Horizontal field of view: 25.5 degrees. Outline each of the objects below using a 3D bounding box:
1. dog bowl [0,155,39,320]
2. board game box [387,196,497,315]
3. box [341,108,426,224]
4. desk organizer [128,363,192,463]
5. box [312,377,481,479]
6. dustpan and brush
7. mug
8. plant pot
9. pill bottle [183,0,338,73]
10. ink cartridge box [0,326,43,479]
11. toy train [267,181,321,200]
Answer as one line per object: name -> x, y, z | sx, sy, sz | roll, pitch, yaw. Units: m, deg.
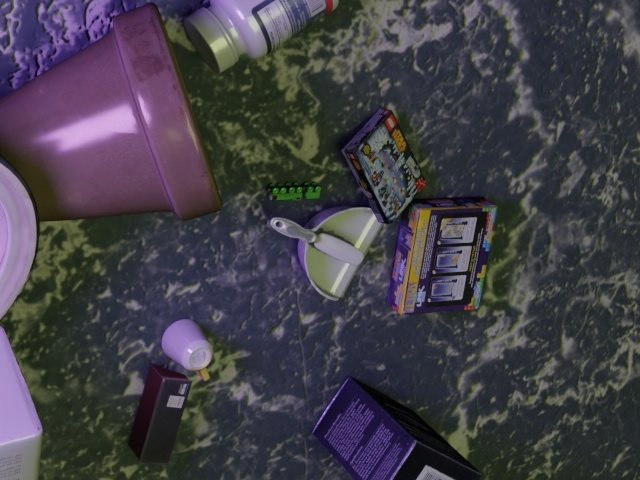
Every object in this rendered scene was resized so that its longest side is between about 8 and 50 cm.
dog bowl -> -0.529, -0.004, 1.562 | 0.407, 0.150, 0.408 | -22, 142, -18
board game box -> 0.181, 0.022, 2.107 | 0.141, 0.048, 0.170 | -2, 112, -27
box -> 0.091, -0.104, 1.995 | 0.094, 0.027, 0.137 | -49, 128, -27
desk organizer -> -0.225, 0.241, 1.970 | 0.047, 0.050, 0.130 | 8, 107, -32
box -> 0.111, 0.315, 2.099 | 0.153, 0.207, 0.108 | 31, 94, -35
dustpan and brush -> 0.000, 0.000, 1.985 | 0.211, 0.060, 0.147 | 24, 98, -35
mug -> -0.173, 0.152, 1.952 | 0.078, 0.064, 0.062 | 31, 94, -36
plant pot -> -0.262, -0.126, 1.687 | 0.229, 0.263, 0.263 | -18, 120, -4
pill bottle -> -0.077, -0.293, 1.783 | 0.180, 0.108, 0.108 | -35, 124, -12
ink cartridge box -> -0.499, 0.306, 1.681 | 0.285, 0.166, 0.395 | -12, 144, -24
toy train -> -0.037, -0.067, 1.962 | 0.083, 0.017, 0.024 | -4, 124, -28
